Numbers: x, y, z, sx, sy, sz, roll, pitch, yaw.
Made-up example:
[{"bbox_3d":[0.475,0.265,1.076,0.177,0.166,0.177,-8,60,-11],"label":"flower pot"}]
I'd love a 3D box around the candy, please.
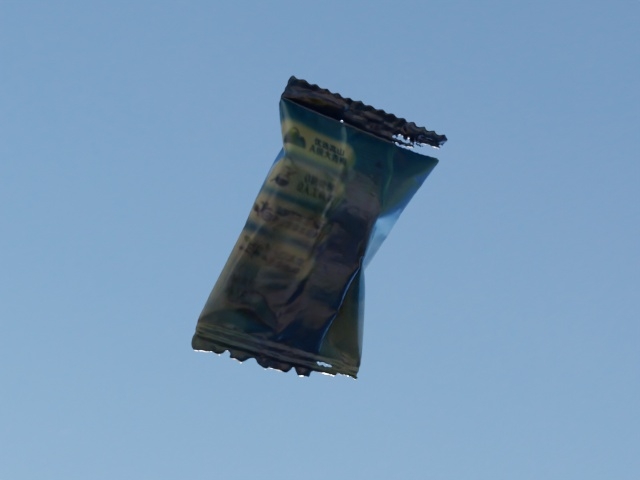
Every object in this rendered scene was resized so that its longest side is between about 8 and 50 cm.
[{"bbox_3d":[0.001,0.000,0.859,0.038,0.088,0.136,25,-85,64],"label":"candy"}]
